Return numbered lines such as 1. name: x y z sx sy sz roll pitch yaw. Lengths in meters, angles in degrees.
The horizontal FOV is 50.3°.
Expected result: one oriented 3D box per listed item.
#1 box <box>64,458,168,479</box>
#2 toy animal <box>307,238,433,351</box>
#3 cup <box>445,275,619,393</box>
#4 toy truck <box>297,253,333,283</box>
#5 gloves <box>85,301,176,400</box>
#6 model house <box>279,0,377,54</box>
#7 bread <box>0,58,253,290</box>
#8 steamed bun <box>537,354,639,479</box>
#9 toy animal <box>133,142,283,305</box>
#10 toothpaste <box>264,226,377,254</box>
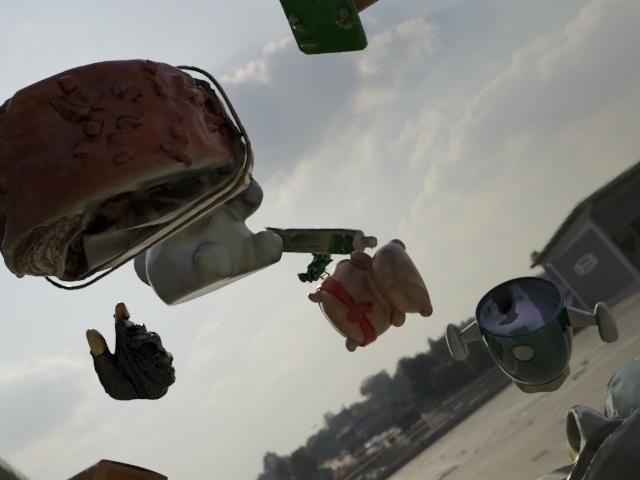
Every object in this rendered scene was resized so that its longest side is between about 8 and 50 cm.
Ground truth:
1. box: -0.234 0.359 0.621 0.076 0.274 0.174 28 -42 -27
2. toy animal: 0.091 0.104 1.245 0.198 0.171 0.171 -30 -14 19
3. cup: 0.382 0.181 1.243 0.300 0.173 0.167 -12 30 26
4. toy truck: 0.002 0.066 1.937 0.080 0.078 0.154 -40 -17 -46
5. gloves: -0.320 0.181 1.172 0.106 0.129 0.180 -35 -49 -58
6. model house: 0.028 -0.598 1.447 0.323 0.340 0.300 -41 -57 -29
7. bread: -0.171 -0.057 0.550 0.224 0.142 0.212 -30 -11 14
8. steamed bun: 0.348 0.260 0.721 0.310 0.219 0.324 47 -121 -61
9. toy animal: -0.226 -0.085 1.066 0.241 0.367 0.196 -12 5 31
10. toothpaste: 0.000 0.000 1.382 0.047 0.248 0.078 -63 -39 -37
